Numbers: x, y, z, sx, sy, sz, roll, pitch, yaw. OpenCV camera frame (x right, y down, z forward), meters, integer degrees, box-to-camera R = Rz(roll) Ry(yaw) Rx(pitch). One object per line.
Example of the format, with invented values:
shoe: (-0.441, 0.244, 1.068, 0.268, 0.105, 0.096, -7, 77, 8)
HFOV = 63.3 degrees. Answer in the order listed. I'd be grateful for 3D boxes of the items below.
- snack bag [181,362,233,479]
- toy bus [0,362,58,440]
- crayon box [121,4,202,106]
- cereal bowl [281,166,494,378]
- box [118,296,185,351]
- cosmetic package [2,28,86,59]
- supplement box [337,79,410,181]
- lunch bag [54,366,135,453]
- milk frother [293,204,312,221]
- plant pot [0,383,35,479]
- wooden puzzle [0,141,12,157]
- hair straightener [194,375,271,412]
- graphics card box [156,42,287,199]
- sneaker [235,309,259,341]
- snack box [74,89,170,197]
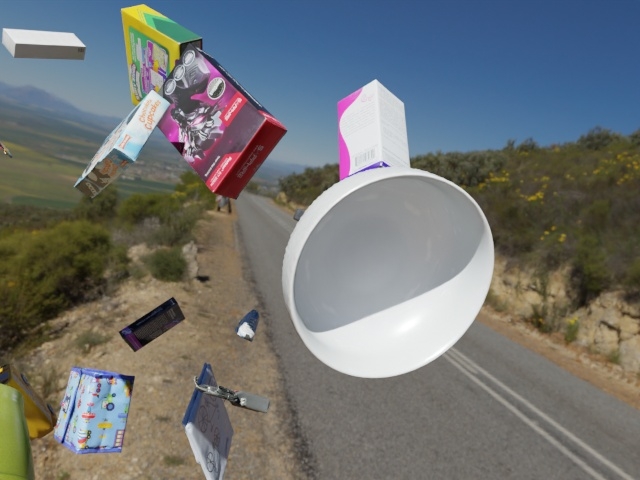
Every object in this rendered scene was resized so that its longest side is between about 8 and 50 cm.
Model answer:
snack bag: (-0.378, 0.650, 1.790, 0.037, 0.342, 0.323, -11, 24, 5)
toy bus: (-0.993, 0.553, 1.724, 0.108, 0.332, 0.130, -30, 41, -21)
crayon box: (-0.554, -0.594, 1.842, 0.313, 0.362, 0.106, 36, 48, 24)
cereal bowl: (0.095, 0.042, 0.831, 0.339, 0.338, 0.141, 12, 13, -23)
box: (-0.447, 0.226, 1.390, 0.029, 0.162, 0.116, 49, -22, 22)
cosmetic package: (-0.962, -0.682, 1.814, 0.239, 0.060, 0.099, -18, 58, -46)
supplement box: (0.114, -0.213, 1.119, 0.111, 0.219, 0.114, -21, -31, 38)
lunch bag: (-0.717, 0.510, 1.593, 0.293, 0.220, 0.138, -7, -19, 42)
milk frother: (0.000, 0.000, 1.184, 0.129, 0.143, 0.135, 1, -12, 25)
plant pot: (-0.956, 0.596, 1.414, 0.367, 0.366, 0.352, 11, 42, -31)
wooden puzzle: (-0.893, -0.261, 1.462, 0.083, 0.006, 0.049, 43, -14, 35)
hair straightener: (-0.218, 0.388, 1.314, 0.230, 0.047, 0.089, 34, -29, -30)
graphics card box: (-0.279, -0.311, 1.340, 0.371, 0.232, 0.094, 48, 19, 27)
sneaker: (-0.252, 0.292, 1.844, 0.071, 0.082, 0.190, 35, 6, -13)
snack box: (-0.505, -0.234, 1.307, 0.060, 0.187, 0.322, 36, -33, -28)
